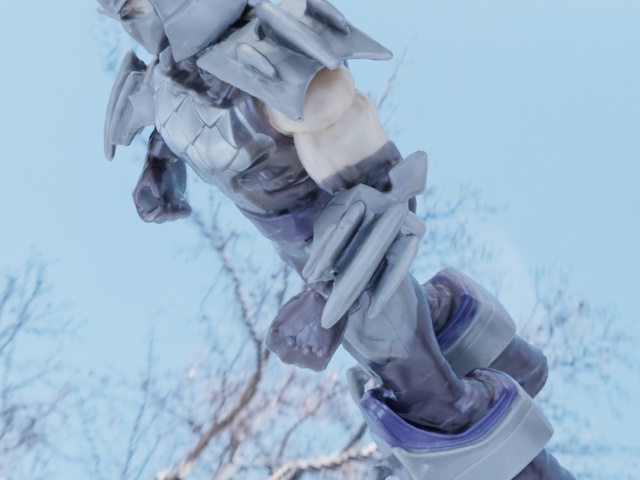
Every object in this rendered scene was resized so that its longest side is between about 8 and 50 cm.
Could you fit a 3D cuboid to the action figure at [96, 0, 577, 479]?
[{"bbox_3d":[0.000,0.000,0.615,0.099,0.185,0.285,-35,-57,-1],"label":"action figure"}]
